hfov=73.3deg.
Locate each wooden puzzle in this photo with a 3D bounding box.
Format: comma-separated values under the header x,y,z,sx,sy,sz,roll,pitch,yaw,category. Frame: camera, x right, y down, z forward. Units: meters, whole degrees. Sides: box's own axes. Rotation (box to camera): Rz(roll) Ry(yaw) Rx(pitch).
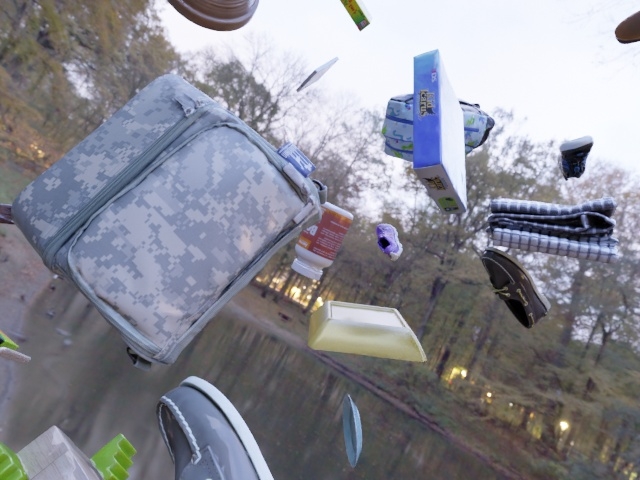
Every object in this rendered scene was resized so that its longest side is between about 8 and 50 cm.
x,y,z,sx,sy,sz,roll,pitch,yaw,category
-0.764,0.183,0.953,0.238,0.044,0.221,38,-28,-3,wooden puzzle

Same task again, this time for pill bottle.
x,y,z,sx,sy,sz,roll,pitch,yaw,category
0.000,0.000,1.258,0.121,0.216,0.121,25,3,-1,pill bottle

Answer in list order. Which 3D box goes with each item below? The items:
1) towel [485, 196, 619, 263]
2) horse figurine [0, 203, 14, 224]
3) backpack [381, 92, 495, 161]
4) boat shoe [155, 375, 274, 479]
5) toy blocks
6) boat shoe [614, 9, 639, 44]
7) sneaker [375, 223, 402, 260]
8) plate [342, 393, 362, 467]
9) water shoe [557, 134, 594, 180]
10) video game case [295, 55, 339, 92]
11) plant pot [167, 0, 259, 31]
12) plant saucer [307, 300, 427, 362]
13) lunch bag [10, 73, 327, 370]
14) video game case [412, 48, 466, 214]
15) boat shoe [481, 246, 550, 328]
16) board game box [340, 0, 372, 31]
x,y,z,sx,sy,sz,roll,pitch,yaw,category
0.495,-0.035,0.934,0.234,0.122,0.283,10,5,26,towel
-0.472,-0.122,0.508,0.174,0.264,0.066,-16,13,21,horse figurine
0.359,-0.378,1.421,0.290,0.274,0.355,31,16,32,backpack
-0.085,0.249,0.378,0.091,0.109,0.305,-15,42,-37,boat shoe
-0.251,0.411,0.527,0.260,0.190,0.382,26,-39,35,toy blocks
0.802,-0.509,0.993,0.206,0.073,0.073,-15,-17,33,boat shoe
0.212,-0.008,1.398,0.071,0.068,0.170,28,23,-26,sneaker
0.090,0.525,1.196,0.024,0.189,0.188,-2,-5,-7,plate
0.630,-0.197,1.053,0.072,0.080,0.203,-14,-9,25,water shoe
-0.010,-0.446,1.160,0.011,0.087,0.122,55,-26,-11,video game case
-0.239,-0.609,0.967,0.237,0.238,0.109,31,-26,-17,plant pot
0.133,0.260,1.316,0.332,0.081,0.333,8,5,-1,plant saucer
-0.174,-0.025,0.558,0.256,0.305,0.213,40,-14,20,lunch bag
0.264,-0.226,0.947,0.061,0.270,0.244,-6,-21,27,video game case
0.417,0.105,0.934,0.227,0.069,0.081,44,-10,-21,boat shoe
0.098,-0.774,1.385,0.043,0.092,0.181,-27,-63,30,board game box
